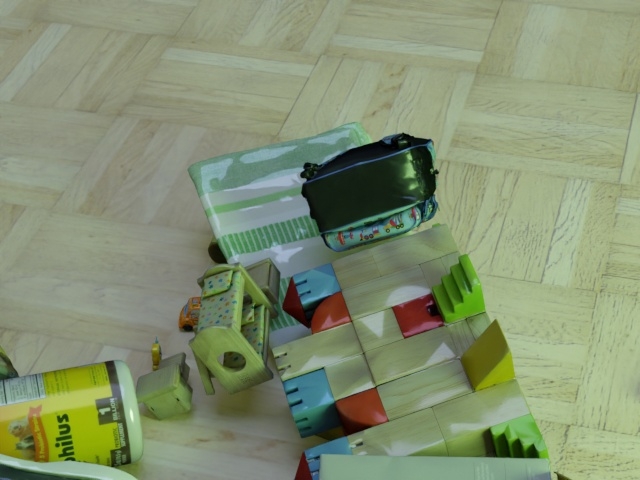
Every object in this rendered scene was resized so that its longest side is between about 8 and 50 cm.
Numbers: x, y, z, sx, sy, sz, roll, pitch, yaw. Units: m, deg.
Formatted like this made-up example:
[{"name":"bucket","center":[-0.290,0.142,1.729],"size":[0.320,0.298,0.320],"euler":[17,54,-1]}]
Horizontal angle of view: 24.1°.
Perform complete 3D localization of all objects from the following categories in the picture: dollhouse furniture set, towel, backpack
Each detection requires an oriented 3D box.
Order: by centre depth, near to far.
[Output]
[{"name":"dollhouse furniture set","center":[-0.144,0.091,1.747],"size":[0.161,0.101,0.182],"euler":[-22,36,19]},{"name":"backpack","center":[0.073,-0.067,1.845],"size":[0.158,0.117,0.173],"euler":[-17,5,18]},{"name":"towel","center":[0.000,0.000,1.896],"size":[0.248,0.038,0.325],"euler":[-15,58,-16]}]

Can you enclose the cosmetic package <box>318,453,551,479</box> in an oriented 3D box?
[{"name":"cosmetic package","center":[0.113,0.291,1.509],"size":[0.238,0.127,0.107],"euler":[-2,37,2]}]

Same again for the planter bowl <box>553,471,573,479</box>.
[{"name":"planter bowl","center":[0.307,0.314,1.464],"size":[0.217,0.217,0.090],"euler":[25,85,30]}]

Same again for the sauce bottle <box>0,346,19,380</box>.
[{"name":"sauce bottle","center":[-0.470,0.099,1.796],"size":[0.111,0.111,0.344],"euler":[-22,41,-26]}]

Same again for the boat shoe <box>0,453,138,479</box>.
[{"name":"boat shoe","center":[-0.334,0.280,1.545],"size":[0.303,0.114,0.091],"euler":[-1,39,11]}]

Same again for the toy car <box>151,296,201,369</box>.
[{"name":"toy car","center":[-0.160,0.109,1.829],"size":[0.060,0.040,0.122],"euler":[11,38,15]}]

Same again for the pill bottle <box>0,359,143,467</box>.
[{"name":"pill bottle","center":[-0.308,0.204,1.642],"size":[0.215,0.117,0.117],"euler":[-10,38,-11]}]

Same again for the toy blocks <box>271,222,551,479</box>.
[{"name":"toy blocks","center":[0.069,0.149,1.681],"size":[0.261,0.190,0.381],"euler":[-18,48,-1]}]

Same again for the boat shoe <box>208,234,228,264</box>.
[{"name":"boat shoe","center":[-0.068,0.006,1.955],"size":[0.153,0.056,0.048],"euler":[0,41,14]}]
